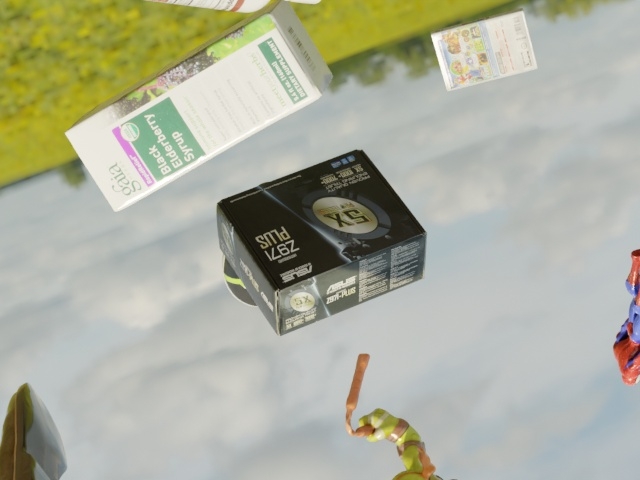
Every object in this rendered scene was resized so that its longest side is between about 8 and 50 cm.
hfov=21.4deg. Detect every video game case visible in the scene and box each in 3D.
[{"bbox_3d":[0.212,-0.246,2.191,0.122,0.087,0.011,-14,-148,9],"label":"video game case"}]

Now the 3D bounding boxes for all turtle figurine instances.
[{"bbox_3d":[0.096,0.247,1.565,0.087,0.269,0.217,-18,149,4],"label":"turtle figurine"}]

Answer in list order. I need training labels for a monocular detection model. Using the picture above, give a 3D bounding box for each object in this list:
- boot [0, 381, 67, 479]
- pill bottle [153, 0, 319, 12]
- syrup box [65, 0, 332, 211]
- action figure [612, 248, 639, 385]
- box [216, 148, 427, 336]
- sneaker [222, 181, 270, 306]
[{"bbox_3d":[-0.368,0.269,2.007,0.115,0.112,0.305,-29,-157,6],"label":"boot"},{"bbox_3d":[-0.101,-0.256,1.420,0.216,0.121,0.121,4,178,-17],"label":"pill bottle"},{"bbox_3d":[-0.115,-0.129,1.613,0.237,0.093,0.096,-28,-168,16],"label":"syrup box"},{"bbox_3d":[0.211,0.056,1.119,0.030,0.115,0.038,-6,-134,-10],"label":"action figure"},{"bbox_3d":[0.000,0.000,1.814,0.180,0.147,0.077,-21,141,-18],"label":"box"},{"bbox_3d":[-0.077,0.025,2.111,0.084,0.097,0.234,6,141,-7],"label":"sneaker"}]
